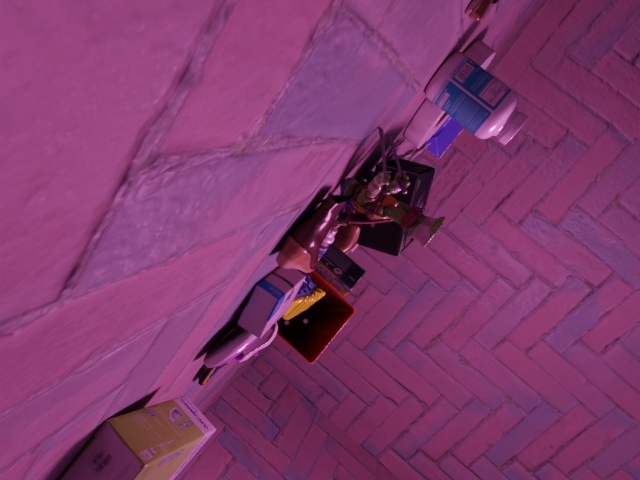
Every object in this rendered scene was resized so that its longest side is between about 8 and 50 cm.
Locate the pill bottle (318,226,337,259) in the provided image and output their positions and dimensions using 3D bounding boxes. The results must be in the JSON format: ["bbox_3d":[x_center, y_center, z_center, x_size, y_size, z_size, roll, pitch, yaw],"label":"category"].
[{"bbox_3d":[0.000,0.000,1.459,0.120,0.067,0.067,-53,173,30],"label":"pill bottle"}]

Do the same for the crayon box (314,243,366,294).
[{"bbox_3d":[0.040,0.091,1.672,0.083,0.203,0.323,-49,174,-8],"label":"crayon box"}]

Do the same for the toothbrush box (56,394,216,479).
[{"bbox_3d":[-0.381,0.460,1.013,0.206,0.122,0.283,-50,162,4],"label":"toothbrush box"}]

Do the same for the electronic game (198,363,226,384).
[{"bbox_3d":[-0.317,0.384,1.602,0.229,0.048,0.229,-49,174,-7],"label":"electronic game"}]

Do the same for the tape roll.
[{"bbox_3d":[0.426,-0.481,1.620,0.392,0.072,0.392,-50,175,-7],"label":"tape roll"}]

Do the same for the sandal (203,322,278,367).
[{"bbox_3d":[-0.196,0.291,1.449,0.169,0.102,0.416,-30,-178,20],"label":"sandal"}]

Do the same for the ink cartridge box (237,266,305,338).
[{"bbox_3d":[-0.133,0.162,1.353,0.140,0.082,0.190,-62,168,24],"label":"ink cartridge box"}]

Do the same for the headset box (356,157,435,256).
[{"bbox_3d":[0.229,-0.107,1.458,0.283,0.131,0.246,-27,132,-65],"label":"headset box"}]

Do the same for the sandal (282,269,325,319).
[{"bbox_3d":[-0.086,0.172,1.617,0.126,0.138,0.317,-36,174,8],"label":"sandal"}]

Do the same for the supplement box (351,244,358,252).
[{"bbox_3d":[0.158,-0.069,2.007,0.114,0.111,0.220,-45,173,-42],"label":"supplement box"}]

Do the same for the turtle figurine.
[{"bbox_3d":[0.199,-0.128,1.201,0.275,0.266,0.198,-52,173,-9],"label":"turtle figurine"}]

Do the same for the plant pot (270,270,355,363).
[{"bbox_3d":[-0.074,0.278,1.876,0.267,0.267,0.236,-48,-173,-15],"label":"plant pot"}]

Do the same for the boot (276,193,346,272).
[{"bbox_3d":[-0.001,-0.019,1.206,0.207,0.090,0.248,-49,171,10],"label":"boot"}]

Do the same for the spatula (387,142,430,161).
[{"bbox_3d":[0.276,-0.276,1.715,0.168,0.019,0.242,-10,-156,42],"label":"spatula"}]

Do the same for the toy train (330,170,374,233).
[{"bbox_3d":[0.110,-0.115,1.452,0.248,0.105,0.143,-41,159,-58],"label":"toy train"}]

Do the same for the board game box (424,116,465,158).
[{"bbox_3d":[0.552,-0.505,2.081,0.232,0.141,0.291,-53,173,32],"label":"board game box"}]

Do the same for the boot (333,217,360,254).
[{"bbox_3d":[0.118,-0.082,1.748,0.305,0.112,0.115,-58,164,-7],"label":"boot"}]

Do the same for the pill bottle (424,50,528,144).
[{"bbox_3d":[0.425,-0.376,1.314,0.146,0.264,0.146,-49,174,-6],"label":"pill bottle"}]

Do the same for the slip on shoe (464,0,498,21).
[{"bbox_3d":[0.362,-0.519,1.023,0.135,0.041,0.051,-49,174,-9],"label":"slip on shoe"}]
